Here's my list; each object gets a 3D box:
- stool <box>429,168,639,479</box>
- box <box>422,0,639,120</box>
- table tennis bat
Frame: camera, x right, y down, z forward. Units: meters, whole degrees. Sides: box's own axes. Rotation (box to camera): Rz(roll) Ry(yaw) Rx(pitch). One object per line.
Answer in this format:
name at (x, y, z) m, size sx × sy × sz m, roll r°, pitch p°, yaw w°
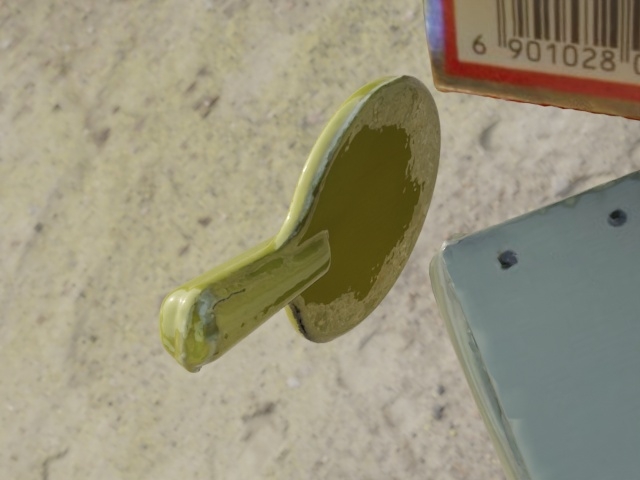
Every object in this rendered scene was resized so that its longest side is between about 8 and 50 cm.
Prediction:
stool at (0.208, 0.038, 0.595) m, size 0.270 × 0.243 × 0.170 m, roll -22°, pitch 85°, yaw 7°
box at (0.215, -0.111, 0.408) m, size 0.313 × 0.089 × 0.197 m, roll 13°, pitch 40°, yaw 27°
table tennis bat at (0.000, 0.000, 0.937) m, size 0.054 × 0.224 × 0.369 m, roll 20°, pitch 33°, yaw 26°
